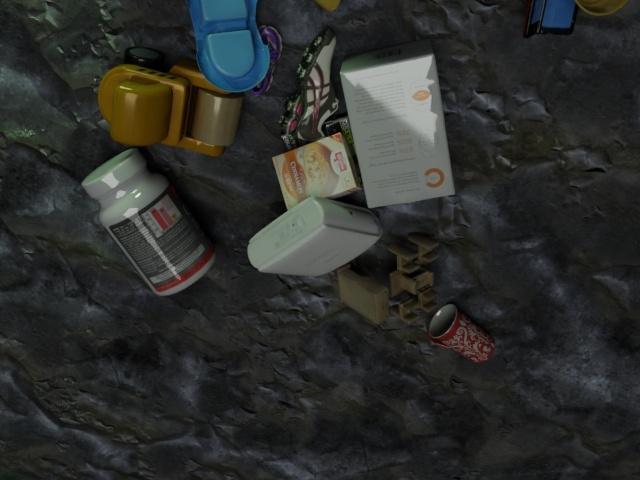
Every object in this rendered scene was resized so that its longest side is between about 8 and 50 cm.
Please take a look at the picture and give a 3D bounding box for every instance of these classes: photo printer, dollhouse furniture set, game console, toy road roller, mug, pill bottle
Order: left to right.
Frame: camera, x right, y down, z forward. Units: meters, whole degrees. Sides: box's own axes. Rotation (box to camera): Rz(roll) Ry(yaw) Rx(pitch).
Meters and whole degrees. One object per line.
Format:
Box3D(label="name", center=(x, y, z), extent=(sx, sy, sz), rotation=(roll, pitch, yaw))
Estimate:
Box3D(label="pill bottle", center=(-0.454, -0.049, 1.763), extent=(0.210, 0.210, 0.363), rotation=(-23, 114, 18))
Box3D(label="toy road roller", center=(-0.366, -0.313, 1.587), extent=(0.329, 0.240, 0.202), rotation=(14, 120, -2))
Box3D(label="photo printer", center=(0.000, 0.000, 1.714), extent=(0.256, 0.307, 0.107), rotation=(-33, 66, 28))
Box3D(label="dollhouse furniture set", center=(0.190, 0.107, 1.815), extent=(0.242, 0.161, 0.212), rotation=(-24, 124, -30))
Box3D(label="mug", center=(0.407, 0.273, 1.927), extent=(0.169, 0.150, 0.113), rotation=(35, 81, -17))
Box3D(label="game console", center=(0.517, -0.523, 1.465), extent=(0.085, 0.124, 0.144), rotation=(18, 123, 27))

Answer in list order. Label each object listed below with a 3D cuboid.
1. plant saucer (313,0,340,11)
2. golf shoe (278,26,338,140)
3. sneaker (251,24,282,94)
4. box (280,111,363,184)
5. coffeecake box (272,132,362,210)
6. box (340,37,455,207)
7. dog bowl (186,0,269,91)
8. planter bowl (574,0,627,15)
Box3D(label="plant saucer", center=(-0.059, -0.667, 1.278), extent=(0.333, 0.081, 0.333), rotation=(41, 130, 25))
Box3D(label="golf shoe", center=(-0.006, -0.372, 1.597), extent=(0.120, 0.105, 0.273), rotation=(16, 114, -15))
Box3D(label="sneaker", center=(-0.135, -0.429, 1.595), extent=(0.068, 0.071, 0.170), rotation=(11, 119, 0))
Box3D(label="box", center=(0.012, -0.217, 1.713), extent=(0.184, 0.045, 0.190), rotation=(-15, 116, 12))
Box3D(label="coffeecake box", center=(-0.008, -0.167, 1.645), extent=(0.185, 0.068, 0.142), rotation=(-18, 84, 16))
Box3D(label="box", center=(0.189, -0.278, 1.588), extent=(0.215, 0.168, 0.345), rotation=(-9, 117, 11))
Box3D(label="dog bowl", center=(-0.215, -0.483, 1.510), extent=(0.166, 0.074, 0.297), rotation=(-11, 96, -14))
Box3D(label="planter bowl", center=(0.572, -0.589, 1.396), extent=(0.217, 0.090, 0.217), rotation=(-9, 111, -23))
